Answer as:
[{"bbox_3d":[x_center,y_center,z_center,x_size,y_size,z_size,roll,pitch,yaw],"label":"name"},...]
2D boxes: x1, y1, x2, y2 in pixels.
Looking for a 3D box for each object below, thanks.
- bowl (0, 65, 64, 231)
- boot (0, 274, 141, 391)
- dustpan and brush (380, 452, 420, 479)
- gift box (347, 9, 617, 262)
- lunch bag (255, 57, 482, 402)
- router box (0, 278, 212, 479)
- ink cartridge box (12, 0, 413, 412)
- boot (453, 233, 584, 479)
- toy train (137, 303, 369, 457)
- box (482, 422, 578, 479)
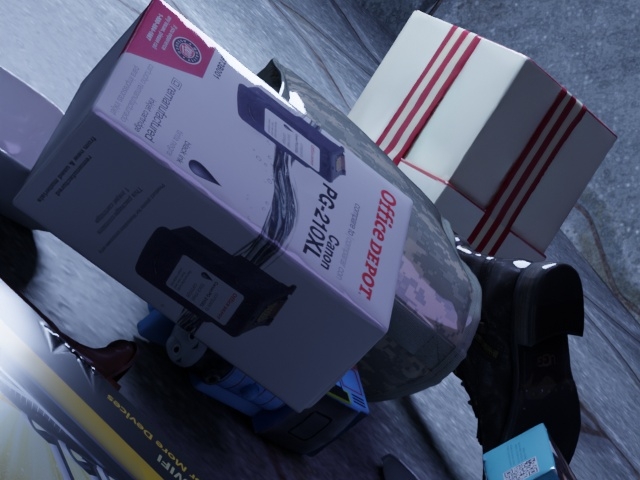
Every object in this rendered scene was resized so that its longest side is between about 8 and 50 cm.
[{"bbox_3d":[-0.221,-0.067,1.128,0.142,0.053,0.142,34,17,-43],"label":"bowl"},{"bbox_3d":[-0.165,0.051,0.991,0.114,0.037,0.106,39,11,-7],"label":"boot"},{"bbox_3d":[0.120,0.237,1.252,0.147,0.060,0.211,43,13,-14],"label":"dustpan and brush"},{"bbox_3d":[0.171,-0.105,2.070,0.255,0.258,0.276,33,-2,-38],"label":"gift box"},{"bbox_3d":[0.000,0.000,1.369,0.235,0.169,0.287,42,9,-14],"label":"lunch bag"},{"bbox_3d":[-0.162,0.104,0.719,0.309,0.081,0.243,44,13,-7],"label":"router box"},{"bbox_3d":[-0.062,-0.025,1.097,0.237,0.100,0.172,38,31,-14],"label":"ink cartridge box"},{"bbox_3d":[0.132,0.109,1.526,0.091,0.263,0.229,5,6,-40],"label":"boot"},{"bbox_3d":[-0.048,0.079,1.177,0.184,0.080,0.105,32,26,-39],"label":"toy train"},{"bbox_3d":[0.218,0.274,1.326,0.244,0.060,0.100,58,10,-12],"label":"box"}]
